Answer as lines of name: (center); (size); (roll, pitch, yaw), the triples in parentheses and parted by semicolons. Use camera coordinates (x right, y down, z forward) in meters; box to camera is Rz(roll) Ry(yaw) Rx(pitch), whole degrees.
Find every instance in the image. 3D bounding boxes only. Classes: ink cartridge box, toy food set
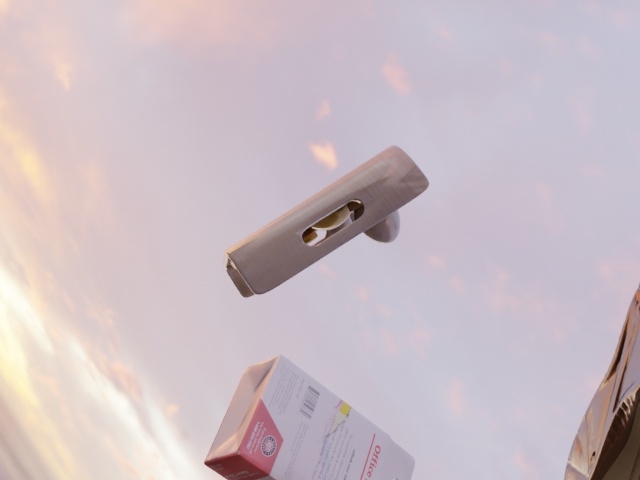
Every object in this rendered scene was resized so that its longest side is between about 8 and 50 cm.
ink cartridge box: (-0.004, 0.219, 0.894); (0.198, 0.115, 0.067); (40, -40, -19)
toy food set: (0.000, 0.000, 1.071); (0.092, 0.219, 0.306); (57, -9, 1)

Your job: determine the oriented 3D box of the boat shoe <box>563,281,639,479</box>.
boat shoe: (0.277, 0.105, 0.660); (0.110, 0.122, 0.341); (15, -49, 7)
